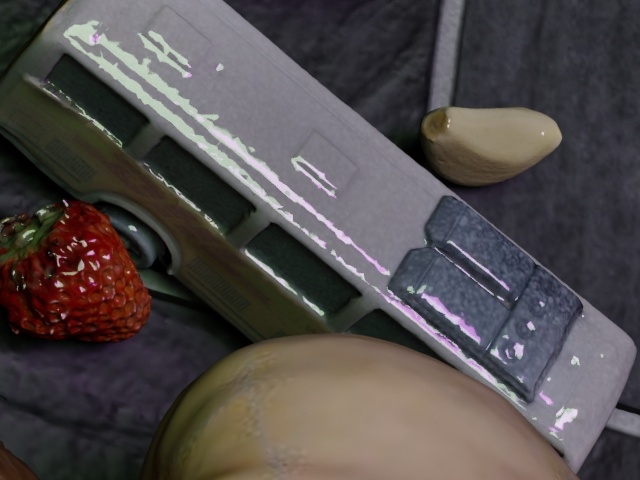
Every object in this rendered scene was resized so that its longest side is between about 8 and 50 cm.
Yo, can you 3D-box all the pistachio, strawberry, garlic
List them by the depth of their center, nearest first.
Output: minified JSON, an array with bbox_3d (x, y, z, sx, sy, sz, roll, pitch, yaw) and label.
[{"bbox_3d":[0.027,0.165,0.747,0.321,0.238,0.229,45,53,-57],"label":"pistachio"},{"bbox_3d":[-0.117,0.022,0.838,0.083,0.073,0.073,49,57,-27],"label":"strawberry"},{"bbox_3d":[0.087,-0.054,0.972,0.083,0.053,0.041,5,69,-34],"label":"garlic"}]

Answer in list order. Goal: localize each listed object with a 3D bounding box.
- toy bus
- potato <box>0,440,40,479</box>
[{"bbox_3d":[0.000,0.000,0.862,0.342,0.138,0.097,39,58,-8],"label":"toy bus"},{"bbox_3d":[-0.189,0.167,0.620,0.301,0.289,0.237,21,81,-16],"label":"potato"}]
